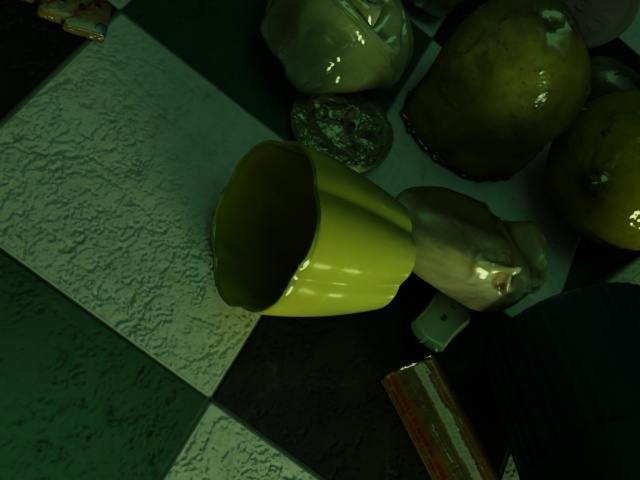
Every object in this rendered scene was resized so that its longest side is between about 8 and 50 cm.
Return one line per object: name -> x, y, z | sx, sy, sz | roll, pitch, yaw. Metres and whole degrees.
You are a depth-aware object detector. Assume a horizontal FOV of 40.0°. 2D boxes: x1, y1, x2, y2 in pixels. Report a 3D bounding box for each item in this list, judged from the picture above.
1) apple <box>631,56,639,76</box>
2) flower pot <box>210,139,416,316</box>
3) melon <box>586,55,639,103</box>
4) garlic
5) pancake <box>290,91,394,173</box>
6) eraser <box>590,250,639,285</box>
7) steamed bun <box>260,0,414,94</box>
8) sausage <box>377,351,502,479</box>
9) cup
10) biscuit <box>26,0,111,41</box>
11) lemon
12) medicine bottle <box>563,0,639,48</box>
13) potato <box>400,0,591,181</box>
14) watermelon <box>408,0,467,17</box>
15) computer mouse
apple -> 0.611, -0.262, 1.501 | 0.146, 0.147, 0.163 | -21, 79, -36
flower pot -> 0.000, 0.000, 0.984 | 0.179, 0.195, 0.195 | 15, 58, -39
melon -> 0.482, -0.238, 1.443 | 0.162, 0.099, 0.099 | 31, 53, -16
garlic -> 0.182, 0.016, 1.105 | 0.217, 0.110, 0.228 | 26, 20, -3
pancake -> 0.029, -0.154, 1.172 | 0.158, 0.028, 0.158 | 13, 57, -21
eraser -> 0.508, 0.050, 1.303 | 0.404, 0.098, 0.096 | -27, 80, -38
steamed bun -> 0.029, -0.305, 1.165 | 0.218, 0.144, 0.211 | -2, 54, -30
sausage -> 0.185, 0.304, 0.991 | 0.082, 0.082, 0.371 | -19, 77, -37
cup -> 0.358, 0.226, 1.006 | 0.308, 0.242, 0.292 | 6, 49, -29
biscuit -> -0.298, -0.293, 1.055 | 0.130, 0.019, 0.119 | 49, 51, 0
lemon -> 0.441, -0.105, 1.267 | 0.228, 0.228, 0.253 | 35, 22, -10
medicine bottle -> 0.445, -0.504, 1.492 | 0.212, 0.212, 0.325 | 29, 53, -15
potato -> 0.262, -0.223, 1.202 | 0.229, 0.266, 0.229 | 11, 62, -23
watermelon -> 0.174, -0.511, 1.316 | 0.250, 0.292, 0.283 | 18, 68, 4
computer mouse -> 0.145, 0.106, 1.094 | 0.056, 0.032, 0.110 | 43, 42, 8
